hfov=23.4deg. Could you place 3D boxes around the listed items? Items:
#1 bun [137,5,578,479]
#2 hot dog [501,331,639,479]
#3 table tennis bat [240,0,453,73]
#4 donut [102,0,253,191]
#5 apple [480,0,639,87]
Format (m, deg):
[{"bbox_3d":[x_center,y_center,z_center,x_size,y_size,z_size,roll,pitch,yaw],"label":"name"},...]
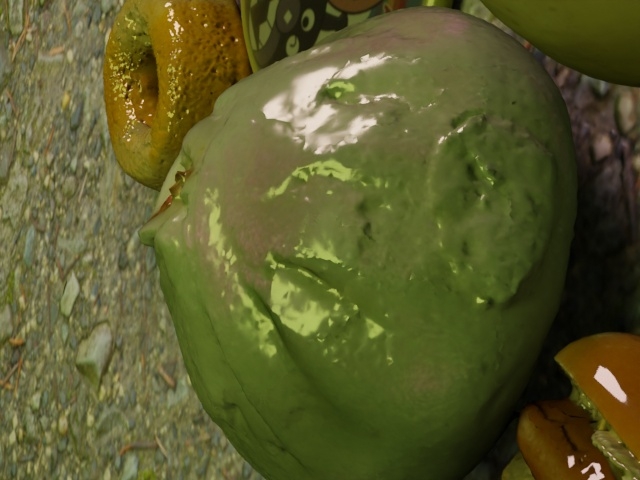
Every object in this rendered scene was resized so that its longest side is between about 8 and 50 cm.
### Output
[{"bbox_3d":[0.000,0.000,0.842,0.293,0.187,0.293,-43,41,54],"label":"bun"},{"bbox_3d":[0.178,0.169,0.651,0.337,0.100,0.135,54,128,47],"label":"hot dog"},{"bbox_3d":[-0.003,-0.238,1.046,0.224,0.054,0.368,-40,56,46],"label":"table tennis bat"},{"bbox_3d":[-0.118,-0.120,1.190,0.162,0.065,0.178,-60,41,33],"label":"donut"},{"bbox_3d":[0.141,-0.202,0.639,0.262,0.262,0.262,-14,73,56],"label":"apple"}]
